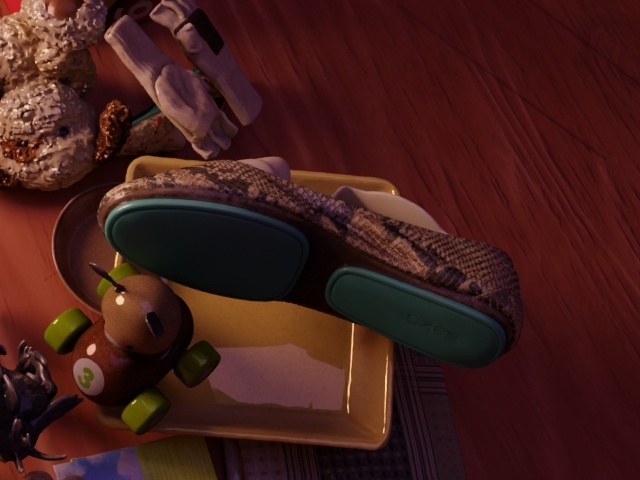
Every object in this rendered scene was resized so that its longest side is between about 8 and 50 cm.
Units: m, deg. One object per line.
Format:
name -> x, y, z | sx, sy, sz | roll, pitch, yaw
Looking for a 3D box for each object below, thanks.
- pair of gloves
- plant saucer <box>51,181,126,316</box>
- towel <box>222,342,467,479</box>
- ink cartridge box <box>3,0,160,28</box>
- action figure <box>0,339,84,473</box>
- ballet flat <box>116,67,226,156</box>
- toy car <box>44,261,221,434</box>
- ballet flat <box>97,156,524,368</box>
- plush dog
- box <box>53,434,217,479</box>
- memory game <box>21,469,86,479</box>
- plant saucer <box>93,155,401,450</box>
pair of gloves -> -0.159, -0.216, 1.415 | 0.204, 0.042, 0.240 | 53, 27, -10
plant saucer -> -0.239, 0.020, 1.401 | 0.198, 0.036, 0.198 | 12, 58, -19
towel -> 0.020, 0.201, 1.415 | 0.312, 0.056, 0.324 | 4, 58, -26
ink cartridge box -> -0.320, -0.401, 1.439 | 0.272, 0.309, 0.130 | -19, 72, -31
action figure -> -0.365, 0.155, 1.205 | 0.164, 0.141, 0.275 | -18, 59, -34
ballet flat -> -0.191, -0.167, 1.508 | 0.241, 0.091, 0.077 | -43, 108, -32
toy car -> -0.200, 0.093, 1.169 | 0.155, 0.188, 0.149 | 43, 71, 11
ballet flat -> 0.000, 0.000, 1.251 | 0.483, 0.164, 0.182 | 18, 46, -10
plush dog -> -0.359, -0.170, 1.395 | 0.262, 0.210, 0.225 | -18, 84, -1
box -> -0.203, 0.285, 1.258 | 0.178, 0.042, 0.109 | -9, 65, -27
memory game -> -0.286, 0.330, 1.165 | 0.186, 0.012, 0.186 | 10, 61, -18
plant saucer -> -0.079, 0.078, 1.330 | 0.333, 0.081, 0.333 | 6, 69, -4
